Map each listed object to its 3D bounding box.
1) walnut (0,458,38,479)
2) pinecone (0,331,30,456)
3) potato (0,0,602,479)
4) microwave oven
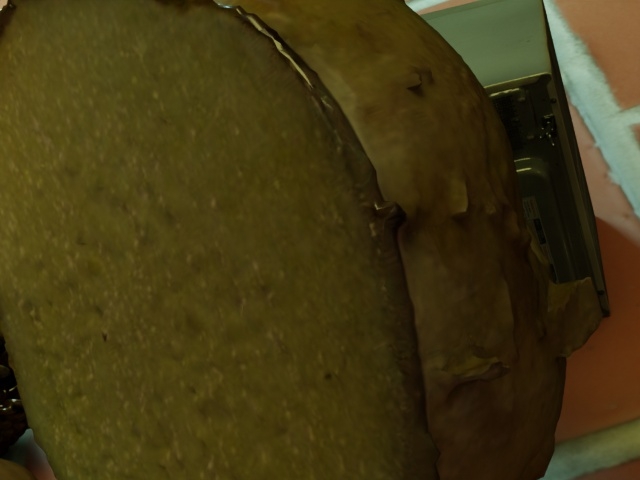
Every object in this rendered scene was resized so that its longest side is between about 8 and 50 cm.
[{"bbox_3d":[-0.287,0.266,0.848,0.344,0.306,0.306,-8,34,32],"label":"walnut"},{"bbox_3d":[-0.354,0.130,1.216,0.186,0.168,0.212,-20,42,-25],"label":"pinecone"},{"bbox_3d":[0.000,0.000,0.905,0.385,0.442,0.319,-24,-3,43],"label":"potato"},{"bbox_3d":[0.149,-0.058,1.134,0.145,0.240,0.194,-10,34,16],"label":"microwave oven"}]
